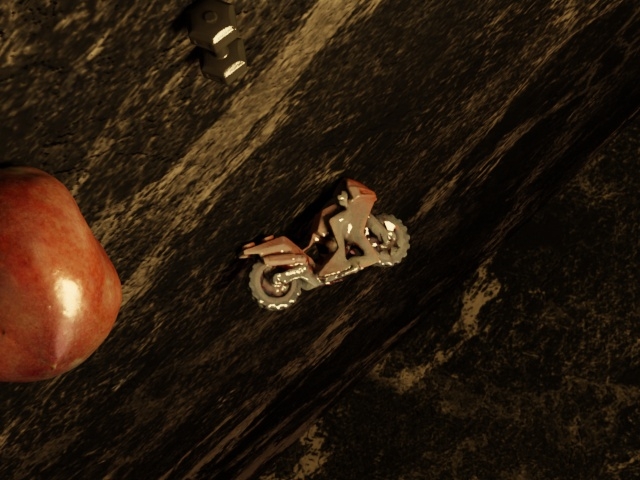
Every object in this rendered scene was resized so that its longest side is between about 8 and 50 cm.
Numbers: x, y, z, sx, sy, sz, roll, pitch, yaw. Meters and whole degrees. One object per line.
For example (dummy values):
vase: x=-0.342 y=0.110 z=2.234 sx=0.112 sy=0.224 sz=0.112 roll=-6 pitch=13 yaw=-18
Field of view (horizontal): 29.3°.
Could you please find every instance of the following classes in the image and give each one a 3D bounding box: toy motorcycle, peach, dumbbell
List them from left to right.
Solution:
peach: x=-0.214 y=0.031 z=0.862 sx=0.152 sy=0.152 sz=0.152 roll=-38 pitch=165 yaw=-12
dumbbell: x=-0.076 y=-0.148 z=0.908 sx=0.040 sy=0.036 sz=0.083 roll=-38 pitch=165 yaw=-7
toy motorcycle: x=0.000 y=0.000 z=1.426 sx=0.212 sy=0.118 sz=0.084 roll=-21 pitch=179 yaw=-23
